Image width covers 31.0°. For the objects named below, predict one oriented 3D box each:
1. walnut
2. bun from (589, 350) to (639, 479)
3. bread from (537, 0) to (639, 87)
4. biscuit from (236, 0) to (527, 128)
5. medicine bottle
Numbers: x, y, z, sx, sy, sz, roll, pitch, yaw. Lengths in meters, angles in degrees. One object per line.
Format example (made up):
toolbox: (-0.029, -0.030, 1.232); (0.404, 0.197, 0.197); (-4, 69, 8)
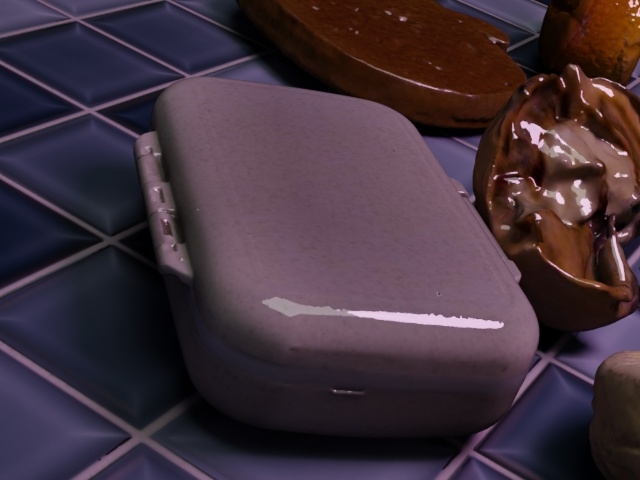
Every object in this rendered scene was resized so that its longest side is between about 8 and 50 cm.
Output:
walnut: (0.213, -0.037, 1.030); (0.204, 0.141, 0.238); (48, 51, -3)
bun: (0.289, 0.147, 0.792); (0.210, 0.116, 0.237); (6, 4, -24)
bread: (0.384, -0.310, 1.575); (0.143, 0.195, 0.269); (27, 26, 5)
biscuit: (0.083, -0.244, 1.425); (0.350, 0.070, 0.394); (1, 33, -31)
medicine bottle: (0.000, 0.000, 0.897); (0.282, 0.123, 0.375); (5, 30, -19)
